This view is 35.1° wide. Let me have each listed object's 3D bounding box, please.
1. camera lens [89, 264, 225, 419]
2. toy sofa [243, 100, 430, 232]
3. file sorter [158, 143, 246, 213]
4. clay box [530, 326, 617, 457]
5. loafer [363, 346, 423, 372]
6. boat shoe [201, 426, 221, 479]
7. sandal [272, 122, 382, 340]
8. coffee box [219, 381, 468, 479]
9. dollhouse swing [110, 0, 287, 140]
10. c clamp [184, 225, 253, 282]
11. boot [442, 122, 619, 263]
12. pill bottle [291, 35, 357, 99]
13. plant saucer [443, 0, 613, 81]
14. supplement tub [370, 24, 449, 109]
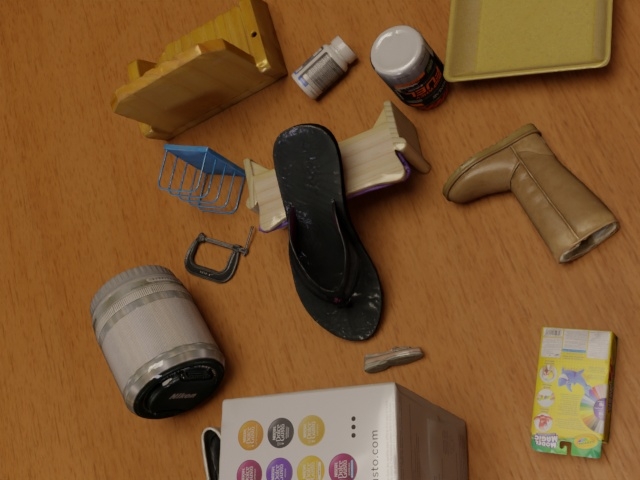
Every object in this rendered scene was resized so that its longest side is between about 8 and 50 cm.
[{"bbox_3d":[-0.340,0.216,2.109,0.219,0.219,0.274,-39,59,10],"label":"camera lens"},{"bbox_3d":[0.034,-0.127,2.083,0.362,0.150,0.177,-21,66,19],"label":"toy sofa"},{"bbox_3d":[-0.261,-0.133,2.228,0.118,0.170,0.104,6,77,29],"label":"file sorter"},{"bbox_3d":[0.445,0.268,1.778,0.127,0.053,0.222,2,74,28],"label":"clay box"},{"bbox_3d":[0.139,0.222,1.963,0.125,0.045,0.039,-20,57,23],"label":"loafer"},{"bbox_3d":[-0.178,0.493,1.999,0.096,0.088,0.267,-24,62,18],"label":"boat shoe"},{"bbox_3d":[-0.003,-0.001,1.953,0.167,0.107,0.446,-13,102,17],"label":"sandal"},{"bbox_3d":[0.046,0.456,1.748,0.334,0.338,0.338,-9,68,25],"label":"coffee box"},{"bbox_3d":[-0.309,-0.426,2.284,0.347,0.305,0.315,-26,62,18],"label":"dollhouse swing"},{"bbox_3d":[-0.228,0.025,2.243,0.160,0.022,0.137,9,81,28],"label":"c clamp"},{"bbox_3d":[0.389,-0.066,1.912,0.236,0.089,0.269,-37,60,12],"label":"boot"},{"bbox_3d":[0.010,-0.383,2.232,0.137,0.078,0.078,-41,58,9],"label":"pill bottle"},{"bbox_3d":[0.430,-0.468,2.043,0.332,0.081,0.333,-1,72,27],"label":"plant saucer"},{"bbox_3d":[0.188,-0.346,2.059,0.117,0.190,0.117,-10,68,25],"label":"supplement tub"}]
